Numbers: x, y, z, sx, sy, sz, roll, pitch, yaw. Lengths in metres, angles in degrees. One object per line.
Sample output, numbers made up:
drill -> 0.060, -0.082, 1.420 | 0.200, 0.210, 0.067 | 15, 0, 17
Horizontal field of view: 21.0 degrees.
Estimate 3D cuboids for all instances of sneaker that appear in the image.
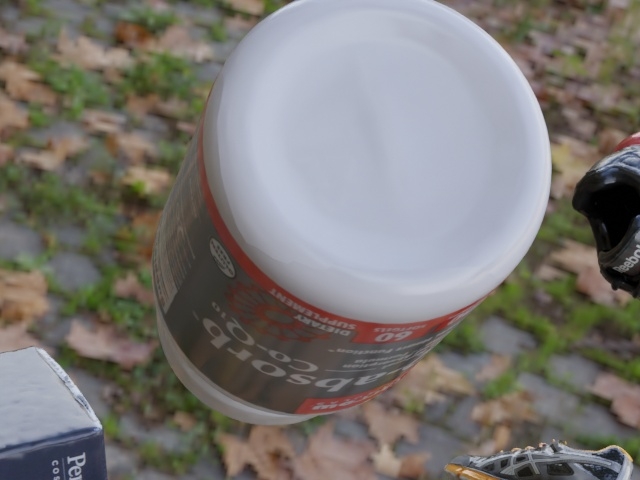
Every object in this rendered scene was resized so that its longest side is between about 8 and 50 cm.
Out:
sneaker -> 0.201, 0.222, 1.586 | 0.215, 0.084, 0.083 | 4, 50, 50
sneaker -> 0.314, 0.029, 1.481 | 0.135, 0.097, 0.276 | -17, 64, -42

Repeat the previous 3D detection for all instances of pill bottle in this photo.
pill bottle -> 0.000, 0.000, 1.152 | 0.210, 0.363, 0.210 | 4, 70, -11

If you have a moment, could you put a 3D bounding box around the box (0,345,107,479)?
box -> -0.209, 0.155, 0.831 | 0.207, 0.153, 0.108 | -13, 24, -22
